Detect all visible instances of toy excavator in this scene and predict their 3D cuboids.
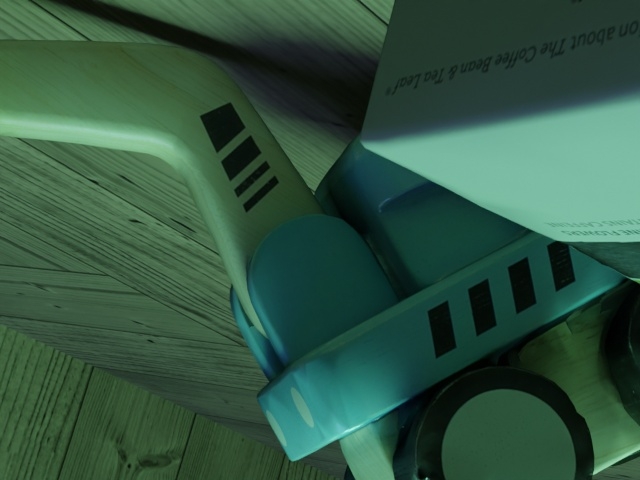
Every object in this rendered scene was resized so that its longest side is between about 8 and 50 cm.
[{"bbox_3d":[0.000,0.000,1.040,0.433,0.445,0.222,-27,172,-14],"label":"toy excavator"}]

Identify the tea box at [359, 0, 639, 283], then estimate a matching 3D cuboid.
[{"bbox_3d":[0.251,-0.076,0.443,0.323,0.220,0.329,26,163,-30],"label":"tea box"}]
